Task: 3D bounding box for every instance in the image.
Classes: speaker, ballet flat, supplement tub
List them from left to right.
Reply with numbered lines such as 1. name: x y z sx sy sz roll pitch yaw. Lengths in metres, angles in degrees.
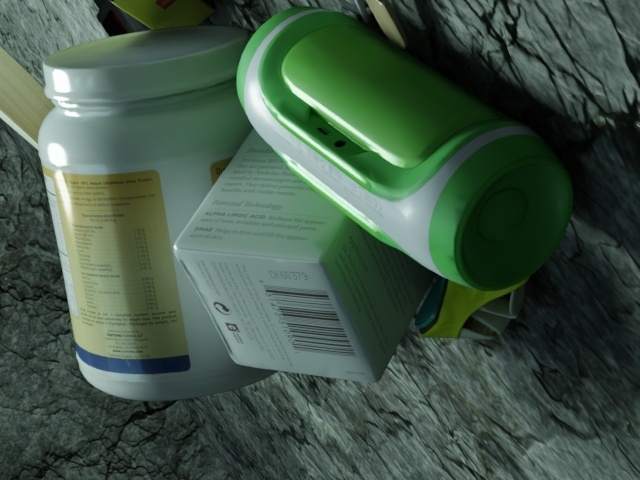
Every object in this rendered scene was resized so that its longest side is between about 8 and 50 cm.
1. supplement tub: -0.140 -0.031 1.487 0.228 0.228 0.316 27 127 62
2. speaker: 0.056 -0.077 1.199 0.296 0.131 0.131 40 160 45
3. ballet flat: 0.135 0.050 1.375 0.077 0.077 0.231 28 161 4

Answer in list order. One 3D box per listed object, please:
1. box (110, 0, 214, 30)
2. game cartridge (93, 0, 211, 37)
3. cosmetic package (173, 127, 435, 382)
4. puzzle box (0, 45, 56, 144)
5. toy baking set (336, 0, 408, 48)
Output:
1. box: -0.174 -0.256 1.514 0.087 0.058 0.232 52 -175 10
2. game cartridge: -0.149 -0.187 1.761 0.355 0.068 0.230 55 162 -5
3. cosmetic package: 0.000 0.000 1.354 0.151 0.184 0.151 4 136 31
4. puzzle box: -0.400 -0.207 1.786 0.409 0.052 0.272 37 174 41
5. toy baking set: -0.012 -0.262 1.195 0.256 0.030 0.197 46 167 29
